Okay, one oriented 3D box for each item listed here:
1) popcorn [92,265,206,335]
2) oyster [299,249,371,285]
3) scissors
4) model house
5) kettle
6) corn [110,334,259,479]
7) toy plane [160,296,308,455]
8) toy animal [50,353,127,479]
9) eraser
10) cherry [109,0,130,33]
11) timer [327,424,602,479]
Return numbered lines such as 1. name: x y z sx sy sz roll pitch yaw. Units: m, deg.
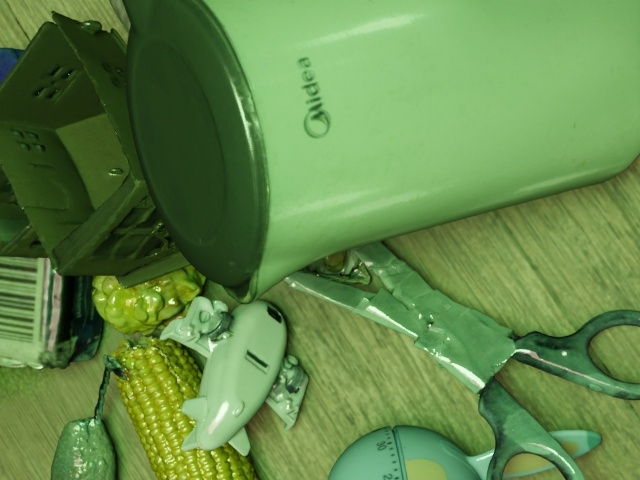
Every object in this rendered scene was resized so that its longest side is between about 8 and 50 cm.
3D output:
1. popcorn: -0.174 0.049 1.121 0.116 0.120 0.106 6 130 22
2. oyster: 0.001 0.000 1.111 0.098 0.037 0.100 -2 72 -2
3. scissors: 0.127 0.096 1.026 0.384 0.029 0.256 32 68 16
4. model house: -0.181 -0.060 1.047 0.204 0.243 0.211 -43 66 26
5. kettle: 0.038 -0.172 0.869 0.377 0.250 0.361 -18 94 -27
6. corn: -0.125 0.226 1.129 0.106 0.106 0.293 -26 85 16
7. toy plane: -0.085 0.133 1.087 0.080 0.174 0.174 -25 87 46
8. toy animal: -0.240 0.213 1.156 0.079 0.070 0.252 30 117 23
9. eraser: -0.309 -0.033 1.159 0.155 0.101 0.332 6 95 16
10. cherry: -0.097 -0.272 1.025 0.300 0.203 0.230 40 108 10
11. timer: 0.127 0.259 1.021 0.256 0.175 0.175 4 95 19
